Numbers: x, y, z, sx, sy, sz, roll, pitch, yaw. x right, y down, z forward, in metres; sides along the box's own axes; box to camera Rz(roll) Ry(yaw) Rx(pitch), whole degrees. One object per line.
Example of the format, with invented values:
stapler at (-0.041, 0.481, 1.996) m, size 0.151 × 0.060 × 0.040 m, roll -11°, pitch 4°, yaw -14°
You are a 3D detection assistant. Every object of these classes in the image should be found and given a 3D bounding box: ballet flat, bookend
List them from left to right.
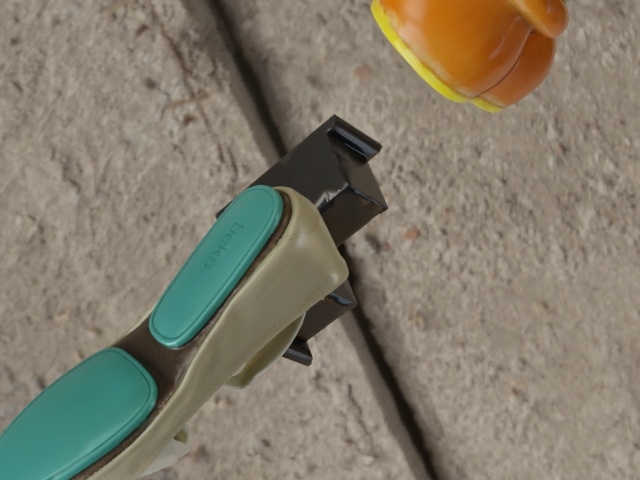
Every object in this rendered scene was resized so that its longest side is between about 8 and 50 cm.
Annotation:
ballet flat at (-0.081, 0.078, 0.620) m, size 0.248 × 0.086 × 0.086 m, roll -45°, pitch 110°, yaw -3°
bookend at (0.000, 0.000, 0.982) m, size 0.157 × 0.156 × 0.072 m, roll -39°, pitch 140°, yaw 22°

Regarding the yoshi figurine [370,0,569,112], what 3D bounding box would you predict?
yoshi figurine at (0.137, -0.230, 0.400) m, size 0.204 × 0.203 × 0.362 m, roll 25°, pitch 119°, yaw -34°
